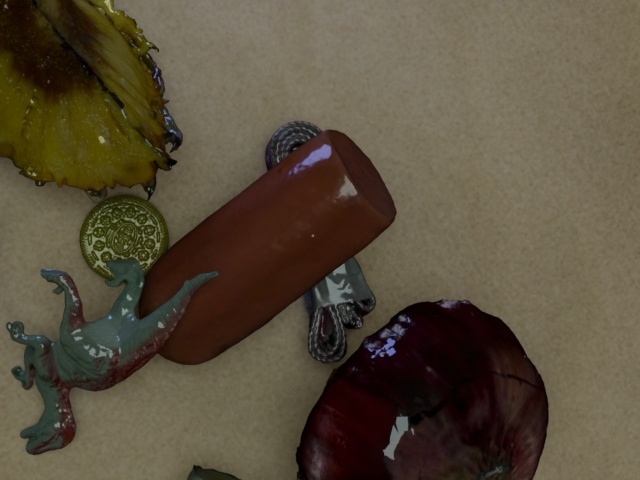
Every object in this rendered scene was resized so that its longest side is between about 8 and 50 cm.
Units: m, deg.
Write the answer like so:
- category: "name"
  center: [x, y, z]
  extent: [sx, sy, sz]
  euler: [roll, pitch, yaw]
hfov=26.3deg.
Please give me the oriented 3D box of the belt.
- category: "belt"
  center: [0.000, 0.000, 1.305]
  extent: [0.071, 0.053, 0.232]
  euler: [-12, 86, -11]

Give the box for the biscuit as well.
- category: "biscuit"
  center: [-0.184, -0.001, 1.290]
  extent: [0.084, 0.023, 0.084]
  euler: [1, 85, -8]

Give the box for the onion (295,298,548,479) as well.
- category: "onion"
  center: [0.079, 0.172, 1.232]
  extent: [0.252, 0.219, 0.252]
  euler: [-24, 126, -38]

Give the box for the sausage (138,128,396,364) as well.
- category: "sausage"
  center: [-0.059, 0.015, 1.234]
  extent: [0.259, 0.113, 0.113]
  euler: [-38, 91, 15]

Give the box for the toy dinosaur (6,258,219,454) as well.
- category: "toy dinosaur"
  center: [-0.183, 0.093, 1.213]
  extent: [0.242, 0.053, 0.167]
  euler: [-14, 99, 18]

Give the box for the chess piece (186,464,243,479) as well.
- category: "chess piece"
  center: [-0.107, 0.339, 1.227]
  extent: [0.133, 0.133, 0.243]
  euler: [27, 88, -6]

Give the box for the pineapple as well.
- category: "pineapple"
  center: [-0.255, -0.159, 1.256]
  extent: [0.334, 0.158, 0.161]
  euler: [44, 118, 2]
